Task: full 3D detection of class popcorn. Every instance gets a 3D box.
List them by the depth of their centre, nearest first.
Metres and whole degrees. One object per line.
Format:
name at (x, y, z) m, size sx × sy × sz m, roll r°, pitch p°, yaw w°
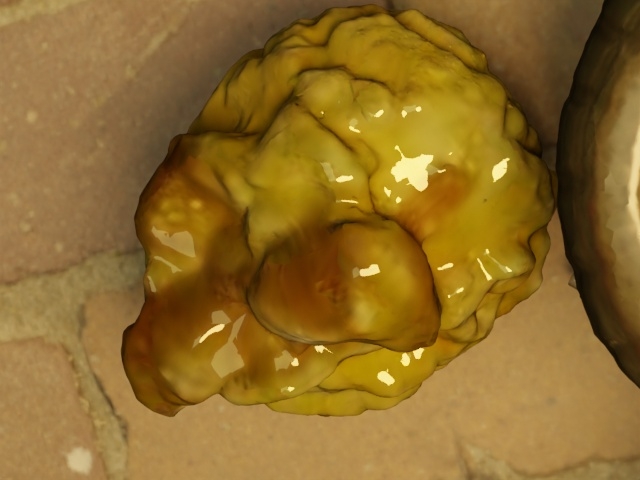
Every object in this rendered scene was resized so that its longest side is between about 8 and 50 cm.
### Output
popcorn at (0.000, 0.000, 0.874) m, size 0.251 × 0.237 × 0.206 m, roll -43°, pitch 92°, yaw -19°

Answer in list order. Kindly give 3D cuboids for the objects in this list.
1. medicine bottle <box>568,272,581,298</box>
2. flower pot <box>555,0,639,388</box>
medicine bottle at (0.226, 0.068, 0.886) m, size 0.199 × 0.057 × 0.057 m, roll 29°, pitch 107°, yaw 16°
flower pot at (0.253, -0.019, 0.701) m, size 0.302 × 0.213 × 0.301 m, roll 4°, pitch 100°, yaw 25°
